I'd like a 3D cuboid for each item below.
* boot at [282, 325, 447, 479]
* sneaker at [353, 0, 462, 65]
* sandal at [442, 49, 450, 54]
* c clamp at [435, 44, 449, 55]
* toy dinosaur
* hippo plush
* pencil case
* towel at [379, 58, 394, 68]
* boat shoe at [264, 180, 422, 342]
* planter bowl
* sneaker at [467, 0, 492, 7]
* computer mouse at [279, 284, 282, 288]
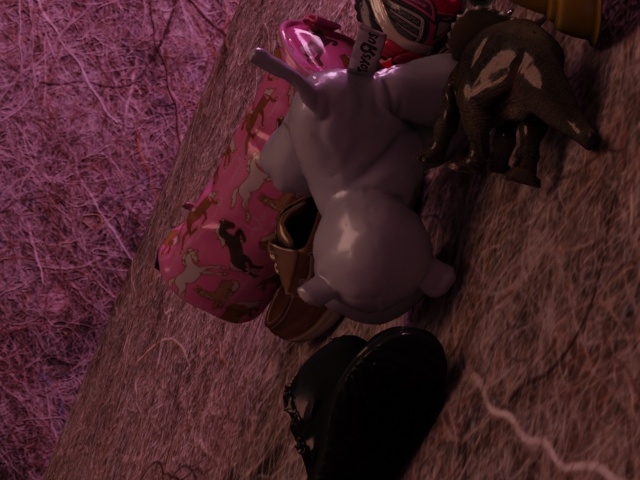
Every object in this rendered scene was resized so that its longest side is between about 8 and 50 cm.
[{"bbox_3d":[0.034,0.142,1.699,0.207,0.094,0.246,-101,29,-61],"label":"boot"},{"bbox_3d":[0.090,-0.354,2.141,0.112,0.120,0.299,-42,59,40],"label":"sneaker"},{"bbox_3d":[0.141,-0.172,1.877,0.180,0.049,0.072,130,152,-48],"label":"sandal"},{"bbox_3d":[0.121,-0.155,2.015,0.137,0.022,0.161,-60,14,7],"label":"c clamp"},{"bbox_3d":[0.162,-0.136,1.592,0.313,0.121,0.160,-133,52,-80],"label":"toy dinosaur"},{"bbox_3d":[0.071,-0.047,1.735,0.294,0.234,0.237,93,164,-72],"label":"hippo plush"},{"bbox_3d":[-0.058,-0.082,2.164,0.160,0.167,0.386,-35,-19,-56],"label":"pencil case"},{"bbox_3d":[0.039,-0.128,2.231,0.199,0.031,0.275,-14,55,67],"label":"towel"},{"bbox_3d":[0.000,0.000,2.026,0.324,0.116,0.123,125,162,-45],"label":"boat shoe"},{"bbox_3d":[0.188,-0.273,1.560,0.217,0.090,0.217,-5,-90,-87],"label":"planter bowl"},{"bbox_3d":[0.129,-0.286,1.751,0.256,0.094,0.151,140,141,-65],"label":"sneaker"},{"bbox_3d":[-0.018,-0.019,2.334,0.071,0.041,0.242,-23,46,37],"label":"computer mouse"}]
